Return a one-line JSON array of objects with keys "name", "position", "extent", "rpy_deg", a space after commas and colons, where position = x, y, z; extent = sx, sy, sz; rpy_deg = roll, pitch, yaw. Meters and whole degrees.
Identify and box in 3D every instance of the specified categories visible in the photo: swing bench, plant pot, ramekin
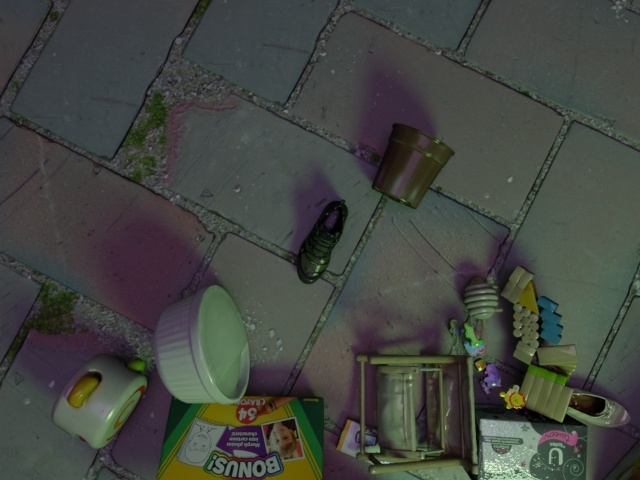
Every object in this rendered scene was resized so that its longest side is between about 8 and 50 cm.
[{"name": "swing bench", "position": [0.221, 0.395, 1.206], "extent": [0.255, 0.165, 0.252], "rpy_deg": [2, 79, -7]}, {"name": "plant pot", "position": [0.214, -0.176, 1.263], "extent": [0.167, 0.167, 0.165], "rpy_deg": [27, 94, 2]}, {"name": "ramekin", "position": [-0.272, 0.247, 1.187], "extent": [0.127, 0.273, 0.272], "rpy_deg": [-15, 86, 10]}]

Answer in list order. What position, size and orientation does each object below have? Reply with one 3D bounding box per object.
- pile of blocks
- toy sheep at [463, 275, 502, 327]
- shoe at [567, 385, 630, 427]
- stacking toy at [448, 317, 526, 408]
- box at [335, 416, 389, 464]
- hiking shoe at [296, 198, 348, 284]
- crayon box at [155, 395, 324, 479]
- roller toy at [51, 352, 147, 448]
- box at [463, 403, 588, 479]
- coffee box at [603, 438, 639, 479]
[{"name": "pile of blocks", "position": [0.536, 0.237, 1.240], "extent": [0.149, 0.113, 0.361], "rpy_deg": [-10, 83, 31]}, {"name": "toy sheep", "position": [0.397, 0.150, 1.272], "extent": [0.091, 0.091, 0.131], "rpy_deg": [-6, 68, 0]}, {"name": "shoe", "position": [0.658, 0.409, 1.265], "extent": [0.219, 0.058, 0.076], "rpy_deg": [19, 87, 2]}, {"name": "stacking toy", "position": [0.385, 0.281, 1.221], "extent": [0.052, 0.167, 0.221], "rpy_deg": [-30, 86, -2]}, {"name": "box", "position": [0.115, 0.502, 1.279], "extent": [0.136, 0.028, 0.081], "rpy_deg": [22, 87, -1]}, {"name": "hiking shoe", "position": [0.000, 0.000, 1.268], "extent": [0.086, 0.114, 0.226], "rpy_deg": [22, 87, 2]}, {"name": "crayon box", "position": [-0.175, 0.519, 1.166], "extent": [0.364, 0.106, 0.312], "rpy_deg": [0, 53, 1]}, {"name": "roller toy", "position": [-0.519, 0.370, 1.206], "extent": [0.146, 0.209, 0.191], "rpy_deg": [29, 107, 3]}, {"name": "box", "position": [0.477, 0.488, 1.219], "extent": [0.248, 0.142, 0.163], "rpy_deg": [4, 87, 0]}, {"name": "coffee box", "position": [0.905, 0.606, 1.113], "extent": [0.338, 0.334, 0.337], "rpy_deg": [42, 87, 3]}]
